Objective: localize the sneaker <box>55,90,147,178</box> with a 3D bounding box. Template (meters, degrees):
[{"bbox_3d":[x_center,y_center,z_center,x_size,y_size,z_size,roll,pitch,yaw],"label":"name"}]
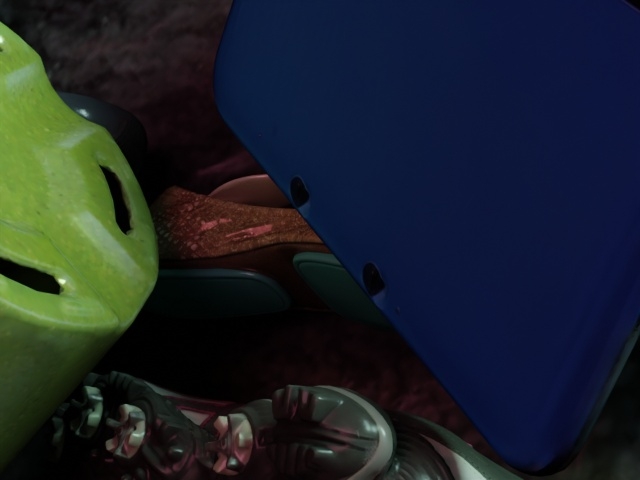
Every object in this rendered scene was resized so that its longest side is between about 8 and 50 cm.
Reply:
[{"bbox_3d":[-0.208,-0.095,0.795,0.300,0.111,0.121,18,73,30],"label":"sneaker"}]

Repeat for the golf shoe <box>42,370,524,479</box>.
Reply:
[{"bbox_3d":[-0.029,0.114,0.613,0.273,0.120,0.105,-4,75,54],"label":"golf shoe"}]

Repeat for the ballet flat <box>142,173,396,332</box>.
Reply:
[{"bbox_3d":[0.000,0.000,0.654,0.206,0.073,0.067,5,60,29],"label":"ballet flat"}]

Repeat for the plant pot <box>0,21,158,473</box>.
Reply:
[{"bbox_3d":[-0.216,0.032,0.624,0.254,0.276,0.276,-40,56,22],"label":"plant pot"}]

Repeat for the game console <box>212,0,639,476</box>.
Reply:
[{"bbox_3d":[0.105,-0.101,0.562,0.250,0.173,0.293,-24,41,-14],"label":"game console"}]
